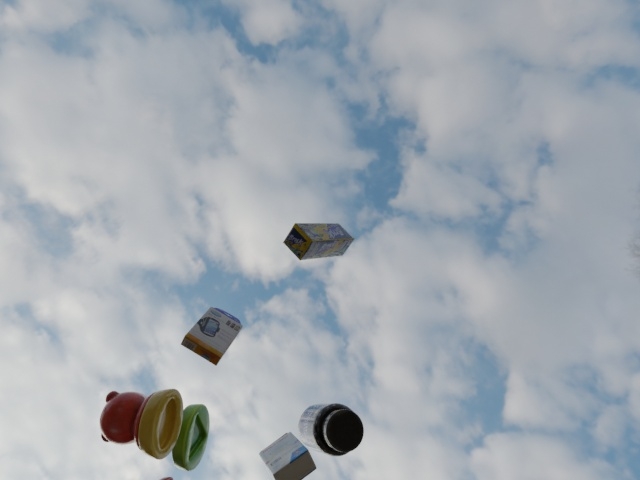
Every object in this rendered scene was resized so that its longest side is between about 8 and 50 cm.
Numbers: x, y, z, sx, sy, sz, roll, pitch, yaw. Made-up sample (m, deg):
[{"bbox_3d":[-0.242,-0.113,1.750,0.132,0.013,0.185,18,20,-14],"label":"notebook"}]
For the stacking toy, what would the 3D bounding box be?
[{"bbox_3d":[-0.336,0.443,0.896,0.131,0.279,0.308,3,-108,9],"label":"stacking toy"}]

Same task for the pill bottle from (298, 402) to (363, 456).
[{"bbox_3d":[0.027,0.475,1.172,0.123,0.219,0.122,6,-111,-16],"label":"pill bottle"}]

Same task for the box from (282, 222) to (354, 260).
[{"bbox_3d":[0.000,0.000,0.997,0.059,0.169,0.054,45,-66,24],"label":"box"}]

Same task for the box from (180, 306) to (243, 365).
[{"bbox_3d":[-0.213,0.186,0.934,0.081,0.136,0.028,31,-69,0],"label":"box"}]

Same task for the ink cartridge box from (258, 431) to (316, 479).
[{"bbox_3d":[-0.075,0.487,1.026,0.089,0.122,0.052,-28,-81,-21],"label":"ink cartridge box"}]
